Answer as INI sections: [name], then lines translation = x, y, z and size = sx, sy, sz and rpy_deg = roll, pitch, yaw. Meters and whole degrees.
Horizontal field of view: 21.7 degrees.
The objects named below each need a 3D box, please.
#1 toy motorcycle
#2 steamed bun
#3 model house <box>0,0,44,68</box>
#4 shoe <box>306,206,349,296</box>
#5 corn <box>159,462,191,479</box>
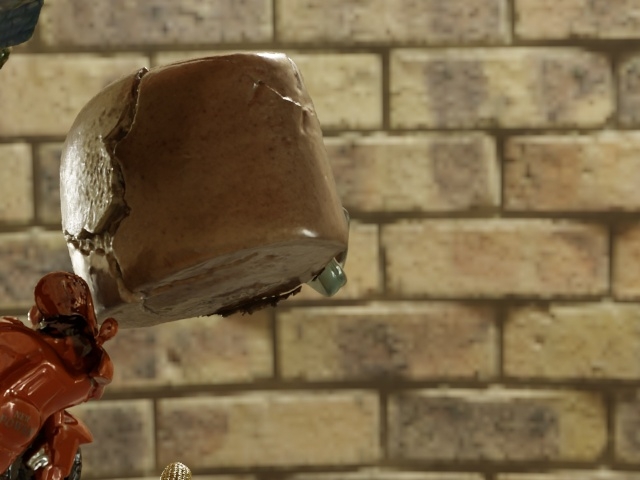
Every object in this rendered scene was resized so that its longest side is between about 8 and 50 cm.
[toy motorcycle]
translation = -0.307, 0.105, 1.471
size = 0.148, 0.221, 0.326
rpy_deg = 7, -19, 46
[steamed bun]
translation = -0.141, -0.042, 1.573
size = 0.301, 0.251, 0.199
rpy_deg = -25, -11, 41
[model house]
translation = -0.299, -0.296, 1.370
size = 0.266, 0.321, 0.261
rpy_deg = -22, 10, 30
[shoe]
translation = 0.000, 0.000, 1.737
size = 0.078, 0.079, 0.195
rpy_deg = -30, 20, -4
[corn]
translation = -0.162, 0.275, 1.789
size = 0.037, 0.037, 0.092
rpy_deg = 1, 37, 14
